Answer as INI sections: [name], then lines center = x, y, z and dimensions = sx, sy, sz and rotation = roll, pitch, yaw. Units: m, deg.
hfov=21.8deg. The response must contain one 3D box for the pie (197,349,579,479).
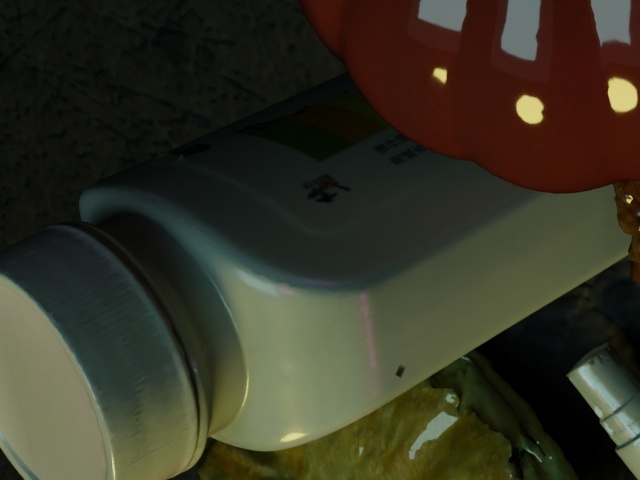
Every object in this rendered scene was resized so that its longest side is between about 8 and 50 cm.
[pie]
center = 0.026, 0.186, 0.885
dimensions = 0.306, 0.071, 0.306
rotation = -10, 74, 39

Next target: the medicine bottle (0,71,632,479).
[medicine bottle]
center = 0.000, 0.000, 0.690
dimensions = 0.161, 0.296, 0.111
rotation = 23, 131, 45

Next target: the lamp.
[lamp]
center = 0.096, -0.130, 0.599
dimensions = 0.227, 0.227, 0.227
rotation = 20, 127, 29

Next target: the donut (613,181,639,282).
[donut]
center = 0.229, -0.003, 0.646
dimensions = 0.144, 0.186, 0.126
rotation = -125, 18, -59

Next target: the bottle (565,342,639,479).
[bottle]
center = 0.197, 0.140, 0.796
dimensions = 0.217, 0.060, 0.060
rotation = 50, 136, 5
